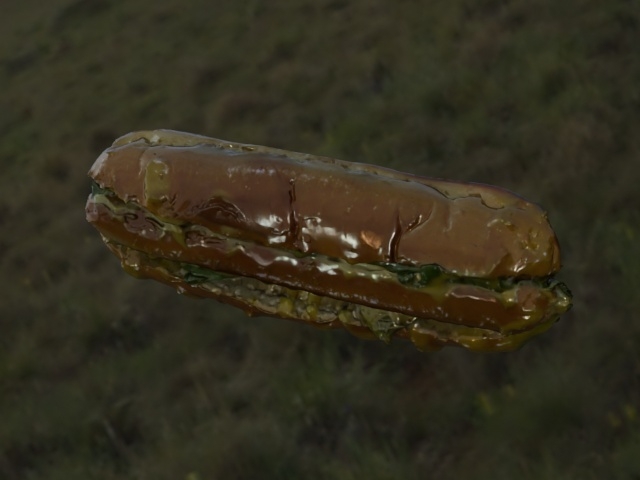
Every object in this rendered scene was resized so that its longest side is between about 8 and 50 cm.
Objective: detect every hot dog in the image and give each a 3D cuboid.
[{"bbox_3d":[0.000,0.000,0.813,0.269,0.115,0.072,10,47,20],"label":"hot dog"}]
